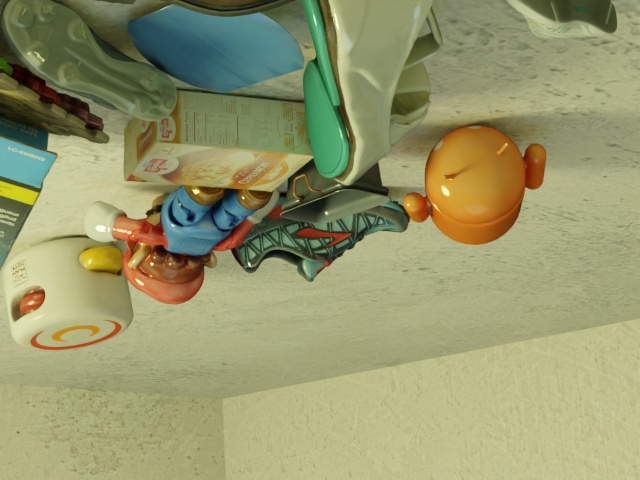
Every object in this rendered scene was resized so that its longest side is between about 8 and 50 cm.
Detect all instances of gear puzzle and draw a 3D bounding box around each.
[{"bbox_3d":[-0.343,-0.171,1.103,0.175,0.044,0.339,13,172,24],"label":"gear puzzle"}]

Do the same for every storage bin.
[{"bbox_3d":[0.010,-0.083,1.463,0.098,0.091,0.135,9,160,-41],"label":"storage bin"}]

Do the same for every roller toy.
[{"bbox_3d":[-0.400,0.080,1.881,0.191,0.146,0.209,-10,161,-11],"label":"roller toy"}]

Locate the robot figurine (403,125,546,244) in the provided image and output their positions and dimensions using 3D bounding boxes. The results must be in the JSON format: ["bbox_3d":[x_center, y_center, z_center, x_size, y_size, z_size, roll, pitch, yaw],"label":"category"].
[{"bbox_3d":[0.195,-0.070,1.496,0.158,0.128,0.219,16,169,10],"label":"robot figurine"}]

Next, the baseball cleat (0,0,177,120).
[{"bbox_3d":[-0.234,-0.167,1.130,0.109,0.072,0.206,14,166,45],"label":"baseball cleat"}]

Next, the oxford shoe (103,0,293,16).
[{"bbox_3d":[-0.092,-0.228,0.914,0.227,0.083,0.096,-2,161,-9],"label":"oxford shoe"}]

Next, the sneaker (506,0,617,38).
[{"bbox_3d":[0.210,-0.211,1.102,0.152,0.054,0.061,10,163,-43],"label":"sneaker"}]

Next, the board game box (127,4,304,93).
[{"bbox_3d":[-0.097,-0.195,1.119,0.168,0.033,0.133,-11,148,41],"label":"board game box"}]

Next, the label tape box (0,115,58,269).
[{"bbox_3d":[-0.408,-0.080,1.195,0.240,0.106,0.334,19,145,-20],"label":"label tape box"}]

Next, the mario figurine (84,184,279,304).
[{"bbox_3d":[-0.185,-0.045,1.591,0.198,0.170,0.320,37,142,-9],"label":"mario figurine"}]

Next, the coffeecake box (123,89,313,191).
[{"bbox_3d":[-0.119,-0.112,1.368,0.185,0.068,0.142,3,165,-23],"label":"coffeecake box"}]

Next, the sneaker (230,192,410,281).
[{"bbox_3d":[0.000,0.000,1.710,0.261,0.125,0.104,-3,166,0],"label":"sneaker"}]

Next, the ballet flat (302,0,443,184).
[{"bbox_3d":[0.052,-0.158,1.147,0.139,0.139,0.400,-3,163,-1],"label":"ballet flat"}]
